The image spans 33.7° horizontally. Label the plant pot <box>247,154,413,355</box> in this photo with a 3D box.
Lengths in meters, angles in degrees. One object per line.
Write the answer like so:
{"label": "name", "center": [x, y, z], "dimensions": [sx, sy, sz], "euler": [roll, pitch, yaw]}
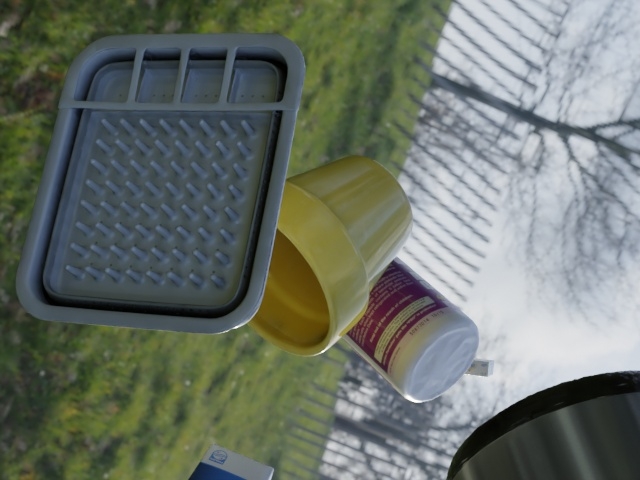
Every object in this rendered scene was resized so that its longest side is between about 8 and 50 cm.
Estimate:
{"label": "plant pot", "center": [0.000, 0.000, 1.542], "dimensions": [0.239, 0.254, 0.254], "euler": [-38, 168, -35]}

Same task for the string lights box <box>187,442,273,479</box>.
{"label": "string lights box", "center": [-0.133, 0.332, 1.022], "dimensions": [0.259, 0.077, 0.133], "euler": [-54, 163, -60]}

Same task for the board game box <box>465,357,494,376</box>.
{"label": "board game box", "center": [0.222, 0.215, 1.847], "dimensions": [0.103, 0.154, 0.026], "euler": [18, 78, -74]}

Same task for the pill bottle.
{"label": "pill bottle", "center": [0.108, 0.117, 1.762], "dimensions": [0.301, 0.169, 0.169], "euler": [42, -64, 37]}

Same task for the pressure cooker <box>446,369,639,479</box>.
{"label": "pressure cooker", "center": [0.360, 0.407, 1.218], "dimensions": [0.375, 0.370, 0.420], "euler": [114, -30, -44]}

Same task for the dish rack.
{"label": "dish rack", "center": [-0.161, -0.059, 1.127], "dimensions": [0.072, 0.286, 0.332], "euler": [51, 45, -63]}
